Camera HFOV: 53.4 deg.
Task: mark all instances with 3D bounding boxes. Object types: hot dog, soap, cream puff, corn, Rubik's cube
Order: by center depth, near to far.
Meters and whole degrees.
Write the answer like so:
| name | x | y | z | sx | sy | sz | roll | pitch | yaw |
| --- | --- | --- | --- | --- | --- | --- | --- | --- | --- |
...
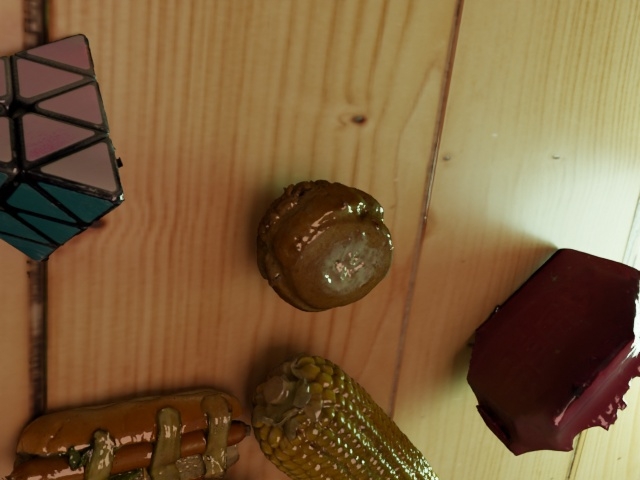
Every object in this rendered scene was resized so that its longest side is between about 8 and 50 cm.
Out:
| name | x | y | z | sx | sy | sz | roll | pitch | yaw |
| --- | --- | --- | --- | --- | --- | --- | --- | --- | --- |
| Rubik's cube | -0.270 | -0.098 | 0.498 | 0.178 | 0.211 | 0.191 | 12 | 66 | -37 |
| hot dog | -0.196 | 0.223 | 0.683 | 0.269 | 0.072 | 0.110 | -1 | 105 | -35 |
| cream puff | 0.000 | 0.000 | 0.705 | 0.150 | 0.115 | 0.165 | -42 | 135 | -6 |
| corn | 0.043 | 0.278 | 0.826 | 0.144 | 0.144 | 0.387 | -48 | 131 | -10 |
| soap | 0.352 | 0.164 | 0.944 | 0.325 | 0.220 | 0.127 | -43 | 117 | -13 |
